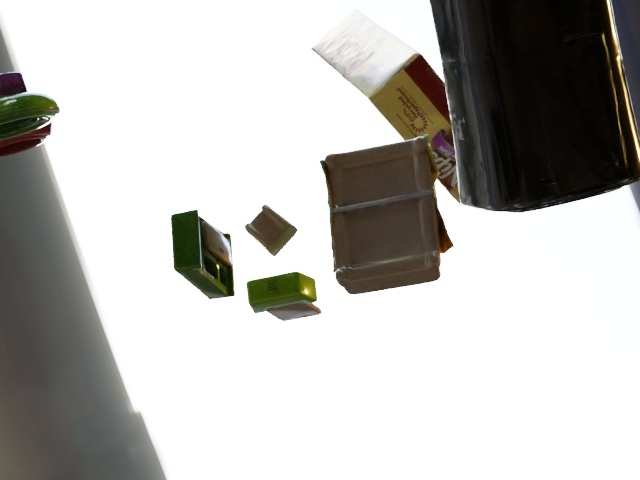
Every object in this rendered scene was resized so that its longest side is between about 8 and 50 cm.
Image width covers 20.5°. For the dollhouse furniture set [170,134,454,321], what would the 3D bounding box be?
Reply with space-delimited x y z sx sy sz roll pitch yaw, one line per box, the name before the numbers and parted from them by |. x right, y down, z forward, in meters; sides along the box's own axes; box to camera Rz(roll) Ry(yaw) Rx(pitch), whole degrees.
dollhouse furniture set | 0.000 0.000 0.949 0.058 0.152 0.076 41 40 -67

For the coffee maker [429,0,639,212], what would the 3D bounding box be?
coffee maker | 0.119 -0.108 1.043 0.171 0.120 0.178 -51 129 -79

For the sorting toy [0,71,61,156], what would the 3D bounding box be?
sorting toy | -0.164 -0.069 0.880 0.102 0.061 0.042 142 -69 -78

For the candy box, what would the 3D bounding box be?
candy box | 0.063 -0.102 1.305 0.109 0.053 0.186 48 0 -22
